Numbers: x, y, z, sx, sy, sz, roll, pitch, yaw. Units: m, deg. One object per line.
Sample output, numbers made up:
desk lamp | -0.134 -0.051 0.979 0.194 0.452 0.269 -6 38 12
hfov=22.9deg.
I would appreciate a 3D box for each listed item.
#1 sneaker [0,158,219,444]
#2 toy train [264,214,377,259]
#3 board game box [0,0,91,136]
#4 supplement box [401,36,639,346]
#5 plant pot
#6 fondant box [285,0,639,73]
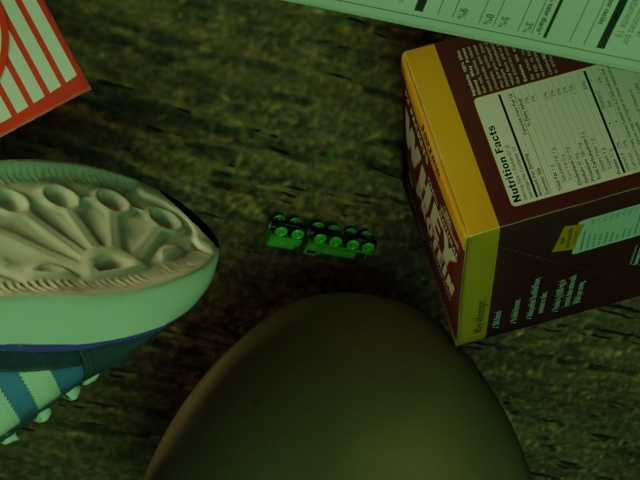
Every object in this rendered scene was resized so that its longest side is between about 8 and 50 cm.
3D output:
sneaker | -0.219 0.092 0.879 0.322 0.130 0.236 -16 141 -48
toy train | 0.000 0.000 1.112 0.083 0.017 0.024 11 132 -21
board game box | -0.236 -0.133 0.858 0.146 0.045 0.193 -32 101 -17
supplement box | 0.161 -0.045 1.004 0.194 0.129 0.191 -15 157 -3
plant pot | 0.017 0.150 1.093 0.284 0.191 0.284 5 148 3
fondant box | 0.030 -0.207 0.828 0.330 0.238 0.096 9 124 -20
